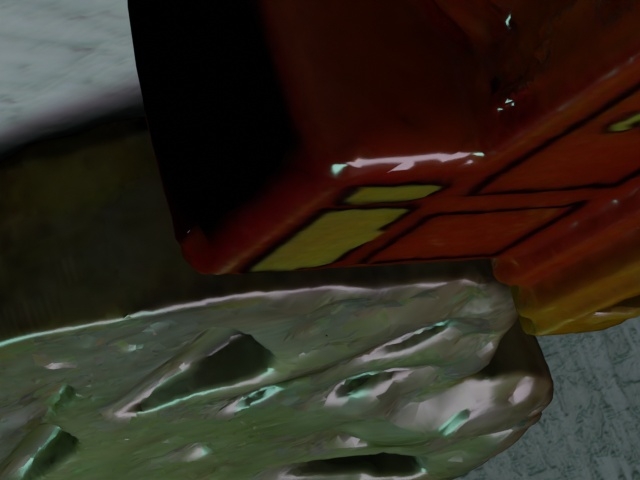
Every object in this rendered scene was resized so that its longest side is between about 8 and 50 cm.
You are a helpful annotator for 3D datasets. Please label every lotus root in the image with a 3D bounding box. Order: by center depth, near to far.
[{"bbox_3d":[-0.072,0.068,0.877,0.375,0.111,0.390,-21,156,18],"label":"lotus root"}]

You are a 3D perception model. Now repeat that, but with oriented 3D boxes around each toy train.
[{"bbox_3d":[0.092,-0.080,0.452,0.232,0.163,0.369,-7,167,-25],"label":"toy train"}]
